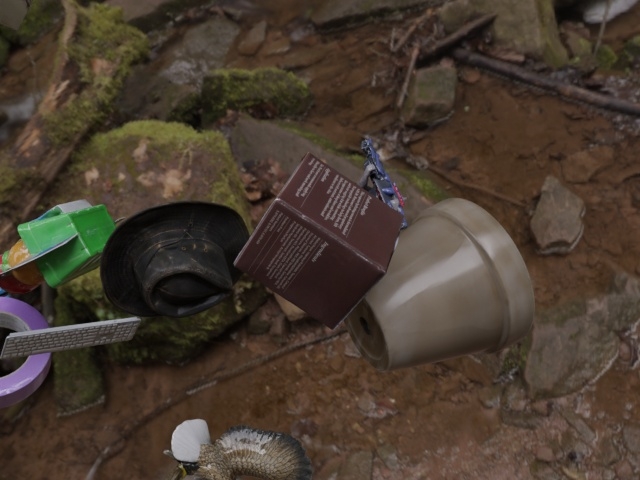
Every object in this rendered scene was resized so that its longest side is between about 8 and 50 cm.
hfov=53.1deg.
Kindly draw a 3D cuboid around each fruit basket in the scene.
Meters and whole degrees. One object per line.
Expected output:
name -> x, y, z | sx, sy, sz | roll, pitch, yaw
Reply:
fruit basket -> -0.658, 0.034, 1.471 | 0.353, 0.165, 0.327 | -19, 7, 10

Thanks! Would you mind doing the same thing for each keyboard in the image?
keyboard -> -0.479, 0.189, 1.244 | 0.014, 0.256, 0.072 | 53, 129, 33

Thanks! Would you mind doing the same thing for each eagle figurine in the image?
eagle figurine -> -0.191, 0.528, 1.432 | 0.298, 0.225, 0.226 | 10, 90, 25

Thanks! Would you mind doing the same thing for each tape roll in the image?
tape roll -> -0.829, 0.283, 1.624 | 0.275, 0.090, 0.274 | 12, 52, -16

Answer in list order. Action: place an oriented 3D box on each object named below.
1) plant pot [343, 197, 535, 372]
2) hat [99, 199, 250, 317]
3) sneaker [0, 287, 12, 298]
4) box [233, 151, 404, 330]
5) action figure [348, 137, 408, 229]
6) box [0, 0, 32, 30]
plant pot -> 0.198, 0.112, 1.253 | 0.280, 0.323, 0.323 | -23, 46, -18
hat -> -0.269, 0.071, 1.308 | 0.331, 0.331, 0.134 | -37, 47, -6
sneaker -> -1.112, 0.152, 1.929 | 0.140, 0.341, 0.125 | -29, 37, 57
box -> 0.000, 0.000, 1.057 | 0.167, 0.203, 0.168 | -53, 5, 37
action figure -> 0.123, -0.154, 2.033 | 0.178, 0.330, 0.341 | -47, 47, 46
box -> -0.636, -0.470, 1.109 | 0.113, 0.275, 0.094 | 32, 97, 10
